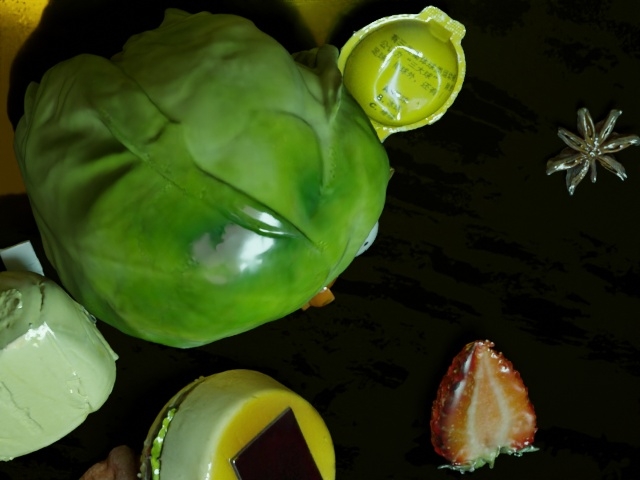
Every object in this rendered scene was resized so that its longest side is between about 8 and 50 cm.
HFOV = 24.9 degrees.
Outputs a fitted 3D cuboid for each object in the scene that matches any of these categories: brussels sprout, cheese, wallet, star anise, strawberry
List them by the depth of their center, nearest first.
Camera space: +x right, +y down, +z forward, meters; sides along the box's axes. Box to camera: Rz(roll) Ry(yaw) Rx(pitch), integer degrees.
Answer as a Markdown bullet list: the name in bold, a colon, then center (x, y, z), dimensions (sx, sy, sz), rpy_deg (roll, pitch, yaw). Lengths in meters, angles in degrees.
- **brussels sprout**: center (-0.131, -0.063, 1.707), dimensions (0.425, 0.361, 0.342), rpy_deg (-24, 129, -3)
- **cheese**: center (0.081, -0.189, 1.874), dimensions (0.177, 0.069, 0.270), rpy_deg (27, 116, -27)
- **wallet**: center (-0.389, 0.039, 1.901), dimensions (0.044, 0.011, 0.083), rpy_deg (-20, 124, -5)
- **star anise**: center (0.377, -0.132, 2.018), dimensions (0.141, 0.042, 0.141), rpy_deg (-7, 124, -10)
- **strawberry**: center (0.222, 0.241, 2.170), dimensions (0.174, 0.098, 0.228), rpy_deg (-27, 122, -1)

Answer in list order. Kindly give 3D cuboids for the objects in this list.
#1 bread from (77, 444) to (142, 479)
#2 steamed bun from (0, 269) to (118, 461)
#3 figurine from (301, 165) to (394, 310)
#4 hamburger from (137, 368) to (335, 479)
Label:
- **bread**: center (-0.303, 0.438, 2.110), dimensions (0.244, 0.123, 0.190), rpy_deg (-43, 125, 12)
- **steamed bun**: center (-0.413, 0.161, 1.882), dimensions (0.273, 0.166, 0.232), rpy_deg (-30, 137, 9)
- **figurine**: center (-0.008, -0.005, 1.935), dimensions (0.143, 0.143, 0.271), rpy_deg (37, 85, -32)
- **hamburger**: center (-0.122, 0.325, 2.025), dimensions (0.300, 0.176, 0.300), rpy_deg (-1, 91, -42)
